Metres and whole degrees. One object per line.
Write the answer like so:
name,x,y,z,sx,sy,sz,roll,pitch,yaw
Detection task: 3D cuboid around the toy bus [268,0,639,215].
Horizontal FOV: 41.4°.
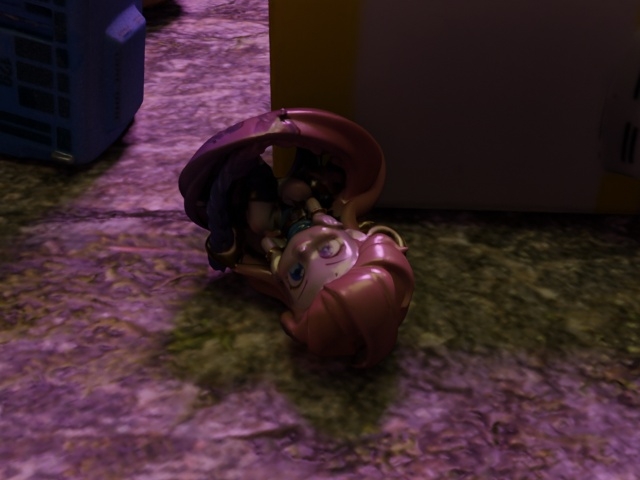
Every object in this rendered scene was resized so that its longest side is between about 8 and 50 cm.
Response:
toy bus,0.185,-0.147,0.593,0.440,0.209,0.249,2,37,1

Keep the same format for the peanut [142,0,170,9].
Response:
peanut,-0.190,-0.308,0.872,0.137,0.122,0.253,38,32,-18

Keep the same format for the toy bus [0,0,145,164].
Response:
toy bus,-0.193,-0.171,0.602,0.134,0.234,0.116,15,39,5

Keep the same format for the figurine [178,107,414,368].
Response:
figurine,0.000,-0.001,0.496,0.126,0.114,0.157,-40,76,3
